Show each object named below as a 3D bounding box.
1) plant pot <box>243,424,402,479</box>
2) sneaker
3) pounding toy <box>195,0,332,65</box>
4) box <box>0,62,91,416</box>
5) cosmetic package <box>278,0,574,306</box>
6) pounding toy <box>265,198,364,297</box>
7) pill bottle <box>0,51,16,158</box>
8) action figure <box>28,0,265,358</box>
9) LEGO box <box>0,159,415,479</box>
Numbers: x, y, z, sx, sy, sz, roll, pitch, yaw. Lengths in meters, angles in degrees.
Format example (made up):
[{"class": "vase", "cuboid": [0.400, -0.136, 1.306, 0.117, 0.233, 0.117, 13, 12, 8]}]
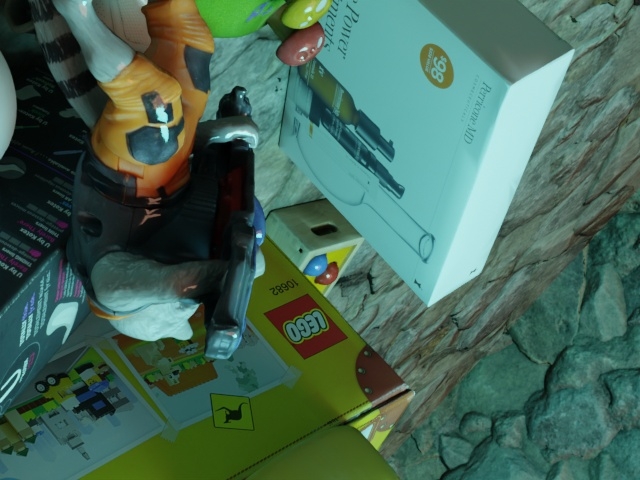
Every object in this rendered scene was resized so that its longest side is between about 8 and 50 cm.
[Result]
[{"class": "plant pot", "cuboid": [0.013, 0.336, 1.072, 0.254, 0.239, 0.254, -36, 157, -18]}, {"class": "sneaker", "cuboid": [-0.191, -0.193, 0.980, 0.121, 0.099, 0.262, -35, 150, -3]}, {"class": "pounding toy", "cuboid": [-0.014, -0.237, 1.077, 0.237, 0.110, 0.183, -39, 178, 17]}, {"class": "box", "cuboid": [-0.262, 0.004, 1.004, 0.270, 0.143, 0.165, -56, 171, -45]}, {"class": "cosmetic package", "cuboid": [0.091, -0.144, 1.279, 0.097, 0.284, 0.377, -32, 155, -27]}, {"class": "pounding toy", "cuboid": [0.008, -0.006, 1.639, 0.181, 0.094, 0.206, -15, 144, -51]}, {"class": "pill bottle", "cuboid": [-0.328, -0.073, 0.771, 0.161, 0.161, 0.283, -54, 174, 24]}, {"class": "action figure", "cuboid": [-0.131, -0.077, 0.917, 0.178, 0.341, 0.330, 0, 116, -3]}, {"class": "LEGO box", "cuboid": [-0.218, 0.159, 1.170, 0.500, 0.372, 0.193, -21, 149, -43]}]
